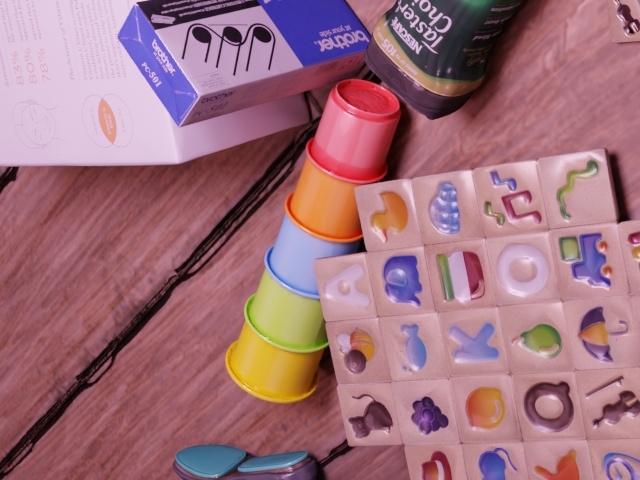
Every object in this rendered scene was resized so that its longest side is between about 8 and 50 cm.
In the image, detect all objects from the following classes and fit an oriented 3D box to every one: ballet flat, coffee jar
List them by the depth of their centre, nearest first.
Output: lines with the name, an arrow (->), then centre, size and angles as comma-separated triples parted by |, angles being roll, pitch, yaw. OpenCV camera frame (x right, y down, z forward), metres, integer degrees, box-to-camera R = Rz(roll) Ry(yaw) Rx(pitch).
coffee jar -> 0.106, -0.186, 1.087 | 0.096, 0.079, 0.184 | 45, 133, 20
ballet flat -> -0.078, 0.254, 1.464 | 0.203, 0.074, 0.074 | -6, 102, 44

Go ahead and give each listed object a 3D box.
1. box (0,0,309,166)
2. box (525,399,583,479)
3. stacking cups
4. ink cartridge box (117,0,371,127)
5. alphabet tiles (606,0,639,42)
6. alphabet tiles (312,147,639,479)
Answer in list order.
box -> -0.202, -0.191, 1.336 | 0.345, 0.168, 0.215 | 3, 108, 45
box -> 0.162, 0.210, 1.218 | 0.105, 0.043, 0.179 | 57, 134, 12
stacking cups -> 0.000, 0.000, 1.279 | 0.096, 0.096, 0.316 | 39, 125, 29
ink cartridge box -> -0.056, -0.165, 1.167 | 0.097, 0.207, 0.046 | 55, 136, 14
alphabet tiles -> 0.291, -0.198, 0.946 | 0.237, 0.009, 0.198 | 4, 109, 45
alphabet tiles -> 0.150, 0.081, 1.141 | 0.342, 0.011, 0.285 | -8, 98, 34
